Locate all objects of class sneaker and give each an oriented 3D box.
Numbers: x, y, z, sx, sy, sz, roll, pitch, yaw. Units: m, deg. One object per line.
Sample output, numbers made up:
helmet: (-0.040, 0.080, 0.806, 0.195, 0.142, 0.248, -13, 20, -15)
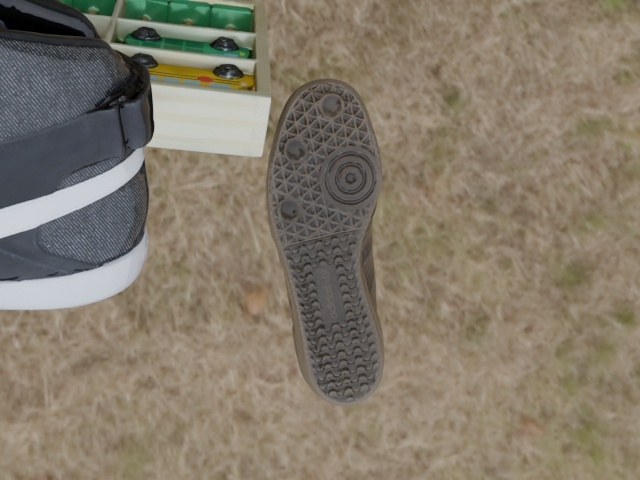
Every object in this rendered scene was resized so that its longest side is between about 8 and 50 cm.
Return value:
sneaker: (-0.161, -0.033, 0.355, 0.216, 0.079, 0.121, -9, 128, -24)
sneaker: (0.000, 0.000, 0.658, 0.066, 0.071, 0.188, -3, 98, -7)

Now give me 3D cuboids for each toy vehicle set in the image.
toy vehicle set: (-0.163, -0.110, 0.634, 0.266, 0.166, 0.035, 5, 118, -8)
